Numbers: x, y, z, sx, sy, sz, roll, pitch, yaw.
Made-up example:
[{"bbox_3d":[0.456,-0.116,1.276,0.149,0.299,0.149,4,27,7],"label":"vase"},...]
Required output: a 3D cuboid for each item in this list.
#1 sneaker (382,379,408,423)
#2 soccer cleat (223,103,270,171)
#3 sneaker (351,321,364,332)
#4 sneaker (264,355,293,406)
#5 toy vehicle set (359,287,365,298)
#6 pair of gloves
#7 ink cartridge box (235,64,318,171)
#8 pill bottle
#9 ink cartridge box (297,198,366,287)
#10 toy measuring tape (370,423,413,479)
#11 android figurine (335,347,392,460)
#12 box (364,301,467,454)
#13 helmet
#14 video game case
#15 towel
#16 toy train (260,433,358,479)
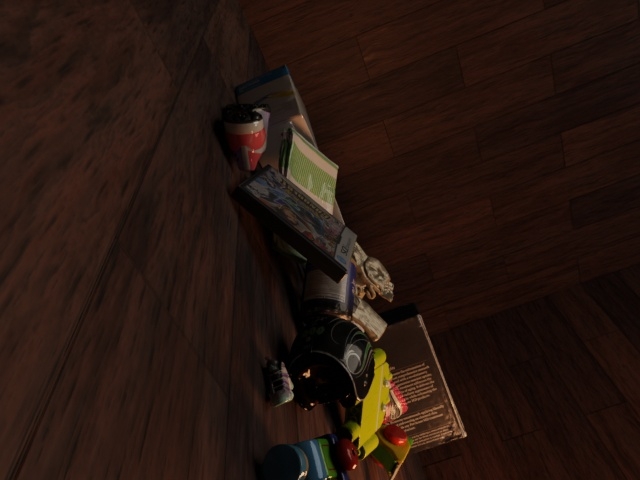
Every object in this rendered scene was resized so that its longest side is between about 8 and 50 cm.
[{"bbox_3d":[0.186,0.490,1.863,0.299,0.112,0.121,58,-20,6],"label":"sneaker"},{"bbox_3d":[-0.170,-0.253,1.252,0.318,0.108,0.117,-101,-171,-68],"label":"soccer cleat"},{"bbox_3d":[0.077,0.279,1.407,0.282,0.099,0.153,-27,96,-64],"label":"sneaker"},{"bbox_3d":[-0.070,0.211,0.822,0.098,0.038,0.069,-170,-122,-86],"label":"sneaker"},{"bbox_3d":[0.065,0.146,1.680,0.267,0.035,0.166,112,-36,-57],"label":"toy vehicle set"},{"bbox_3d":[0.106,0.130,1.420,0.204,0.042,0.240,42,42,-12],"label":"pair of gloves"},{"bbox_3d":[-0.124,-0.341,1.532,0.171,0.168,0.233,61,10,-51],"label":"ink cartridge box"},{"bbox_3d":[0.017,0.134,1.243,0.123,0.122,0.219,61,31,-55],"label":"pill bottle"},{"bbox_3d":[0.000,0.000,1.525,0.065,0.165,0.333,25,46,-83],"label":"ink cartridge box"},{"bbox_3d":[0.169,0.594,1.476,0.330,0.121,0.121,-17,86,-66],"label":"toy measuring tape"},{"bbox_3d":[0.113,0.380,1.268,0.273,0.056,0.248,3,93,-64],"label":"android figurine"},{"bbox_3d":[0.339,0.531,2.157,0.480,0.297,0.472,11,60,-83],"label":"box"},{"bbox_3d":[0.023,0.225,0.994,0.169,0.169,0.161,68,22,-11],"label":"helmet"},{"bbox_3d":[-0.042,-0.047,1.153,0.275,0.035,0.248,39,19,-5],"label":"video game case"},{"bbox_3d":[-0.031,-0.096,1.373,0.248,0.038,0.325,31,56,-51],"label":"towel"},{"bbox_3d":[0.004,0.371,0.664,0.143,0.105,0.248,39,30,-58],"label":"toy train"}]
